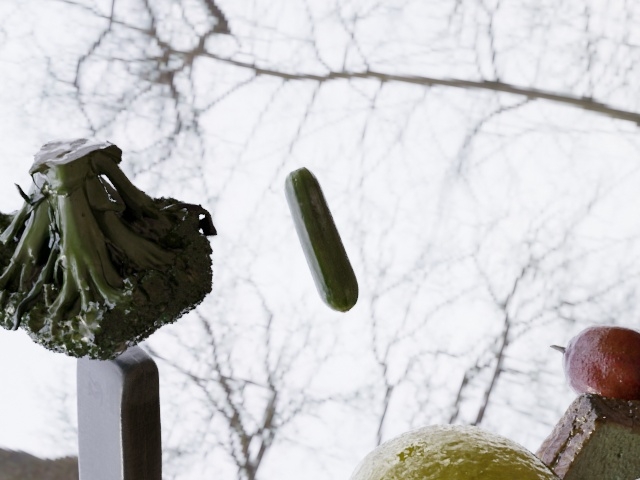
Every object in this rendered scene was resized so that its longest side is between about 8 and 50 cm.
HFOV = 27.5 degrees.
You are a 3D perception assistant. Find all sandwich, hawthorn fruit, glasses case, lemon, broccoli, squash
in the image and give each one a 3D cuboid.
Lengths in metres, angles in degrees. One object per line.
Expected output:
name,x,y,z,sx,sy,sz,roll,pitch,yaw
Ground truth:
sandwich,0.545,0.406,2.455,0.288,0.100,0.254,9,-62,-29
hawthorn fruit,0.571,0.244,2.589,0.189,0.251,0.190,-48,-28,-37
glasses case,-0.286,0.295,1.863,0.074,0.131,0.323,-17,-61,-41
lemon,0.171,0.408,1.768,0.364,0.364,0.364,-27,-56,-49
broccoli,-0.302,0.013,1.656,0.304,0.321,0.284,-65,-27,-54
squash,0.000,0.000,1.941,0.066,0.066,0.229,4,-118,-57
